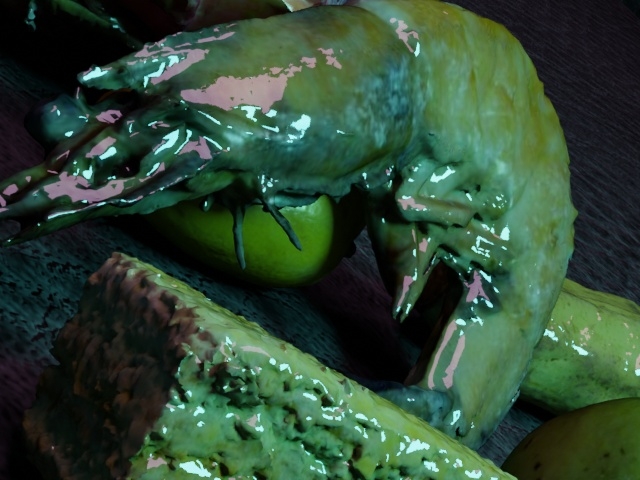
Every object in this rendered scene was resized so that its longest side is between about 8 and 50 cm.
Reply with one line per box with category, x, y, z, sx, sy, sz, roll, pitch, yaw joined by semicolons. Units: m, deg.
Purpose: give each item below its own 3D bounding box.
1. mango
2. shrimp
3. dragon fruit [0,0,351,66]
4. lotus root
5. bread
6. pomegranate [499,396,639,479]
mango;-0.054;-0.039;0.956;0.195;0.098;0.137;19;30;-32
shrimp;0.000;0.000;0.867;0.445;0.085;0.272;-5;91;-47
dragon fruit;-0.098;-0.228;1.043;0.291;0.269;0.250;22;-9;14
lotus root;0.173;0.076;1.123;0.258;0.097;0.110;22;17;-24
bread;-0.018;0.096;0.666;0.196;0.102;0.138;31;-1;-32
pomegranate;0.163;0.171;0.759;0.179;0.179;0.210;31;21;-22
